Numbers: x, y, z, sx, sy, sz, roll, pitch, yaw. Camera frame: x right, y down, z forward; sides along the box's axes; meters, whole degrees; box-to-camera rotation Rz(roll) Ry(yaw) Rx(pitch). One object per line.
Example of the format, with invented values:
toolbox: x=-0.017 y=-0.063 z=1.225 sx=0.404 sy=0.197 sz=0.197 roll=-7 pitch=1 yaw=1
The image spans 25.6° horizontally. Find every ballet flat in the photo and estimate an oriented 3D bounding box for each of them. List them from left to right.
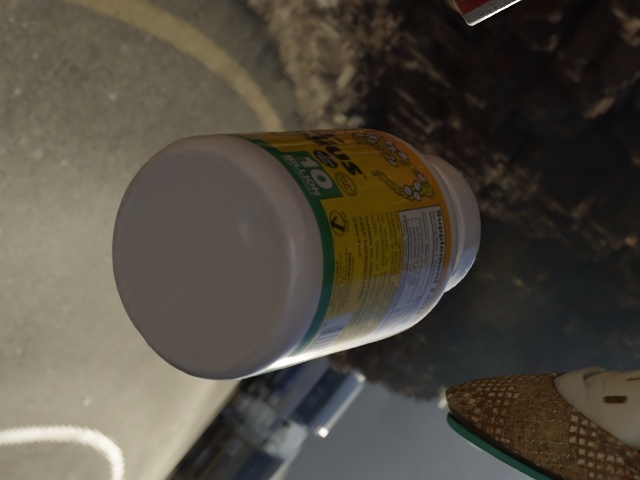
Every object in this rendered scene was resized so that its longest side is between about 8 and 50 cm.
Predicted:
ballet flat: x=0.150 y=0.089 z=0.559 sx=0.067 sy=0.206 sz=0.073 roll=-68 pitch=164 yaw=16

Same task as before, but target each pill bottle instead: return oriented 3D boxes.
pill bottle: x=0.000 y=0.000 z=0.737 sx=0.208 sy=0.117 sz=0.117 roll=-9 pitch=141 yaw=-56

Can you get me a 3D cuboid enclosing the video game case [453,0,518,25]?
video game case: x=0.057 y=-0.252 z=0.634 sx=0.025 sy=0.285 sz=0.204 roll=-36 pitch=-172 yaw=-30
